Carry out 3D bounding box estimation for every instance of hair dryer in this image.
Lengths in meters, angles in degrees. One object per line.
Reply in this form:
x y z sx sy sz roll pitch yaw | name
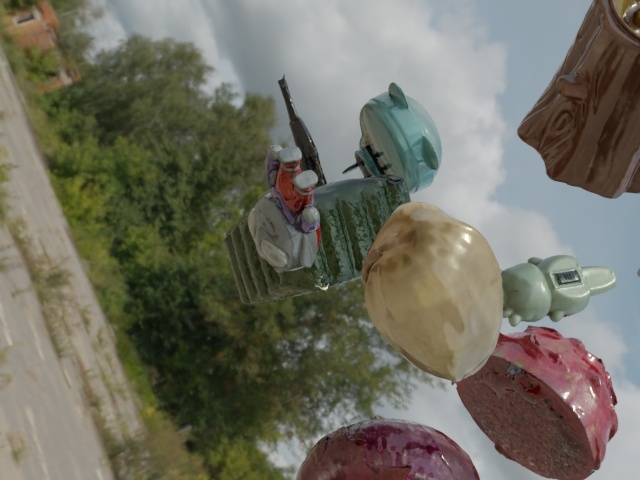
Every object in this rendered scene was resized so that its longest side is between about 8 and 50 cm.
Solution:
-0.001 -0.145 1.378 0.303 0.120 0.360 -9 -77 59 | hair dryer

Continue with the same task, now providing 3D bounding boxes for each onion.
0.125 0.453 1.384 0.285 0.347 0.348 -86 165 -57 | onion

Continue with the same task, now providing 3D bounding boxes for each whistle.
0.375 0.076 1.204 0.105 0.253 0.102 -168 -110 -69 | whistle

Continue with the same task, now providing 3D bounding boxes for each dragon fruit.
0.500 0.339 1.663 0.386 0.249 0.371 30 -36 38 | dragon fruit

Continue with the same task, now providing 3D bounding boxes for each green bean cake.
0.000 0.000 1.158 0.247 0.249 0.156 -21 -97 61 | green bean cake

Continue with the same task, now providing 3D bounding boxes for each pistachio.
0.132 0.062 0.845 0.157 0.157 0.230 48 -13 52 | pistachio

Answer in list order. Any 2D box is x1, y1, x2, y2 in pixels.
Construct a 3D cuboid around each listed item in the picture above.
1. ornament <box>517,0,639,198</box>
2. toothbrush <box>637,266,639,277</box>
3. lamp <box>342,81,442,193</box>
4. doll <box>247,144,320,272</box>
0.387 -0.199 0.899 0.218 0.235 0.221 98 6 -56 | ornament
0.532 -0.056 1.066 0.024 0.257 0.018 30 3 -21 | toothbrush
0.152 -0.188 1.502 0.209 0.147 0.284 64 -29 10 | lamp
-0.036 -0.020 0.798 0.102 0.075 0.227 61 -21 19 | doll
